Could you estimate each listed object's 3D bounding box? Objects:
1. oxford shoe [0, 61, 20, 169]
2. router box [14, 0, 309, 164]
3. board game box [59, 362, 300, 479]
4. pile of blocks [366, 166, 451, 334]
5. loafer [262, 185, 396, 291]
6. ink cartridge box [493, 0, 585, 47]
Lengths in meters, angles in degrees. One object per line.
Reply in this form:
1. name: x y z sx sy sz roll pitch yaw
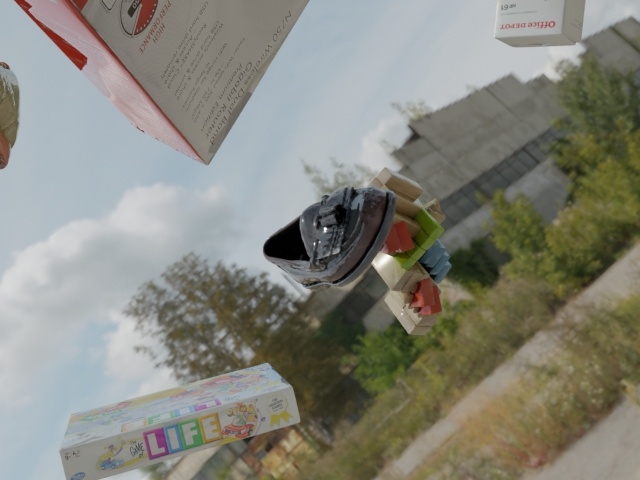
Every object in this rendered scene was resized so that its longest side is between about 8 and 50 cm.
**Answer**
1. oxford shoe: -0.638 -0.294 1.512 0.397 0.140 0.146 115 170 -60
2. router box: -0.072 -0.261 0.600 0.335 0.082 0.301 -60 -15 -8
3. board game box: -0.100 0.126 0.580 0.154 0.026 0.103 -13 4 -13
4. pile of blocks: 0.156 0.037 1.266 0.149 0.112 0.362 -34 -37 -2
5. loafer: 0.000 0.000 1.033 0.302 0.095 0.109 141 148 -68
6. ink cartridge box: 0.255 -0.288 0.944 0.052 0.088 0.122 1 -85 -49
